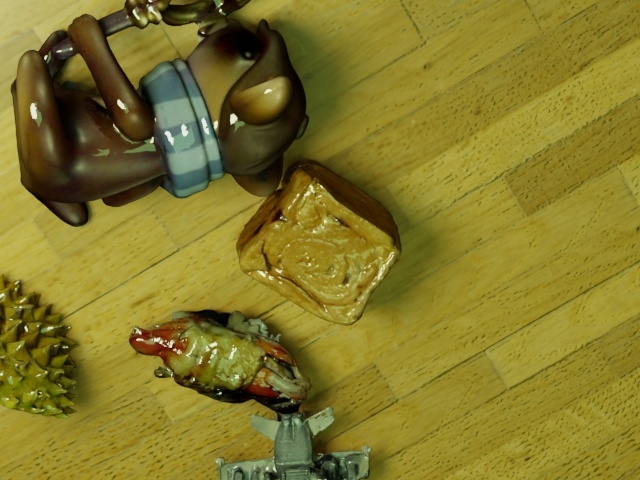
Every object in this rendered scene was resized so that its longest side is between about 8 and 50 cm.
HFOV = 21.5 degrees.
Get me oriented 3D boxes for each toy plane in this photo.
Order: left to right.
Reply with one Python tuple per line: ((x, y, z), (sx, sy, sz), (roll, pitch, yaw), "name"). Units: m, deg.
((-0.030, 0.323, 2.079), (0.192, 0.088, 0.262), (-5, 109, -5), "toy plane")

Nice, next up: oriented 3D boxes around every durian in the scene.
((-0.396, 0.125, 1.948), (0.260, 0.186, 0.154), (13, 114, -23), "durian")

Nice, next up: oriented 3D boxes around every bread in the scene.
((0.000, 0.000, 1.947), (0.158, 0.143, 0.149), (28, 104, -10), "bread")

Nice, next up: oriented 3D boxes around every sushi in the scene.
((-0.115, 0.131, 2.002), (0.226, 0.103, 0.097), (17, 119, -13), "sushi")

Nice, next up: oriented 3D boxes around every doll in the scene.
((-0.188, -0.153, 1.864), (0.340, 0.209, 0.318), (-10, 142, 0), "doll")
